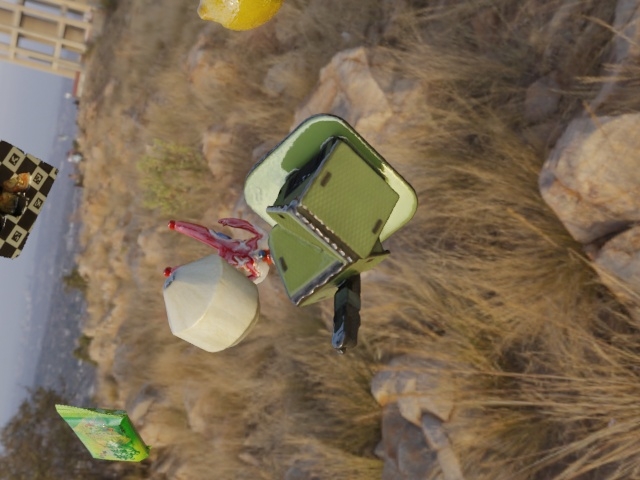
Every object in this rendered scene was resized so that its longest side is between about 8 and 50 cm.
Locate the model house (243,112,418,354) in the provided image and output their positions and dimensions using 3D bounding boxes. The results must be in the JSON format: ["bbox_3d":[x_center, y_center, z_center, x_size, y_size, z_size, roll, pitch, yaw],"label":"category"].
[{"bbox_3d":[0.000,0.000,0.850,0.205,0.218,0.278,-40,19,27],"label":"model house"}]

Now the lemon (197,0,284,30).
[{"bbox_3d":[-0.170,-0.571,1.465,0.244,0.187,0.187,-39,29,-2],"label":"lemon"}]

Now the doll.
[{"bbox_3d":[-0.207,0.036,1.684,0.099,0.384,0.188,92,-179,-88],"label":"doll"}]

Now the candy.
[{"bbox_3d":[-0.323,0.291,0.983,0.178,0.102,0.032,89,-177,-52],"label":"candy"}]

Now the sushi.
[{"bbox_3d":[-0.622,-0.079,1.269,0.210,0.040,0.193,-66,-18,-7],"label":"sushi"}]

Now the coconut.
[{"bbox_3d":[-0.254,0.138,1.471,0.202,0.222,0.202,-32,37,28],"label":"coconut"}]
